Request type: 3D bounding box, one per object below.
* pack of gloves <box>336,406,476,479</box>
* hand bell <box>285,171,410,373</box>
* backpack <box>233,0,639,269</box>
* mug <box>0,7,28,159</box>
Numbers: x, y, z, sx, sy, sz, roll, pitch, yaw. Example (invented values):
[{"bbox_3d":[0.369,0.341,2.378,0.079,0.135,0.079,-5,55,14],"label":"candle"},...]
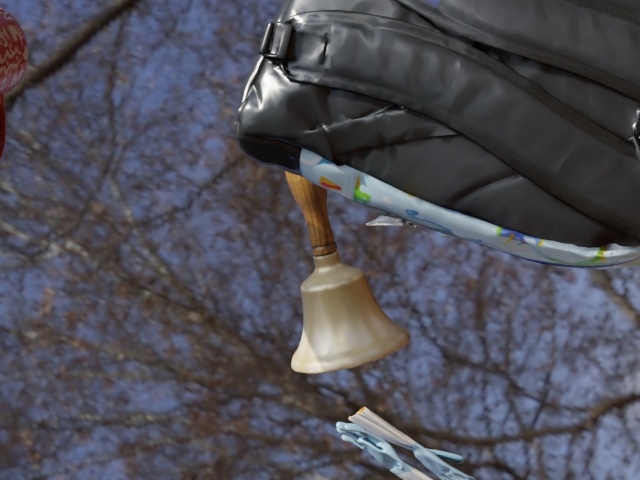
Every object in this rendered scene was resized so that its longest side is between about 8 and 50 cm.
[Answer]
[{"bbox_3d":[0.141,0.327,2.269,0.046,0.232,0.195,-58,6,-21],"label":"pack of gloves"},{"bbox_3d":[0.000,0.000,1.465,0.126,0.126,0.242,-25,-76,-43],"label":"hand bell"},{"bbox_3d":[0.159,-0.118,1.176,0.290,0.356,0.273,-67,-22,-8],"label":"backpack"},{"bbox_3d":[-0.326,-0.138,1.263,0.169,0.113,0.150,-59,-28,-74],"label":"mug"}]
